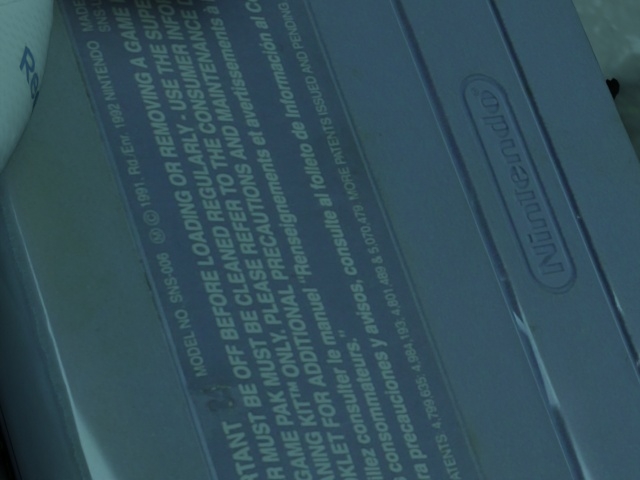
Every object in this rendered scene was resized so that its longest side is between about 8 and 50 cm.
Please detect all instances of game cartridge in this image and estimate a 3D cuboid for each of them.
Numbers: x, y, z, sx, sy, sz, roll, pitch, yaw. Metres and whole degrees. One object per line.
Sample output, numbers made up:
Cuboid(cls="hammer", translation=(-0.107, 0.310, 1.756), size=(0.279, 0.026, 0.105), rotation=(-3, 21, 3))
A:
Cuboid(cls="game cartridge", translation=(0.000, 0.000, 0.587), size=(0.230, 0.068, 0.355), rotation=(-10, 70, -26))

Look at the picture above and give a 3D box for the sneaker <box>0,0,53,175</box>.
Cuboid(cls="sneaker", translation=(-0.207, -0.077, 0.486), size=(0.297, 0.111, 0.129), rotation=(25, 48, -6))
